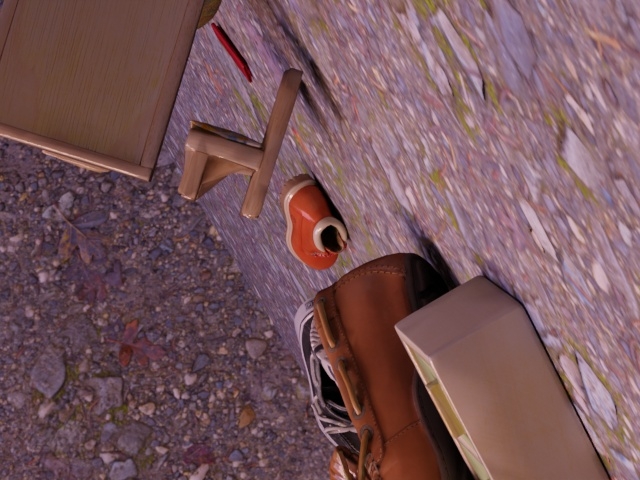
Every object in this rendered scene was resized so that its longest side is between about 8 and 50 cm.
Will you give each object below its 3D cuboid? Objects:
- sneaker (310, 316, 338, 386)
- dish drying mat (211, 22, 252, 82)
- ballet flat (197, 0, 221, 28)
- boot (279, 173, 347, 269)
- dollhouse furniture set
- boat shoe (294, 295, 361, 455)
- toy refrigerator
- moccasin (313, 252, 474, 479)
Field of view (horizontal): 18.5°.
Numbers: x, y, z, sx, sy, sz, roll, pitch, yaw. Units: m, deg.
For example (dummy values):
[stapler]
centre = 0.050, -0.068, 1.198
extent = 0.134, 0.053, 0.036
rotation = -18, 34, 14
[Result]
[sneaker]
centre = 0.070, 0.173, 2.313
extent = 0.153, 0.094, 0.235
rotation = 63, 174, -35
[dish drying mat]
centre = -0.102, -0.218, 2.263
extent = 0.083, 0.008, 0.032
rotation = 54, 172, 36
[ballet flat]
centre = -0.156, -0.312, 1.829
extent = 0.123, 0.123, 0.348
rotation = 53, 171, 47
[boot]
centre = 0.000, 0.000, 2.252
extent = 0.084, 0.059, 0.158
rotation = 50, 168, 32
[dollhouse furniture set]
centre = -0.189, -0.193, 1.778
extent = 0.362, 0.256, 0.394
rotation = 17, 179, -3
[boat shoe]
centre = 0.043, 0.208, 2.606
extent = 0.105, 0.113, 0.306
rotation = -106, 3, -48
[toy refrigerator]
centre = 0.162, 0.172, 1.582
extent = 0.269, 0.094, 0.102
rotation = 63, 174, -19
[moccasin]
centre = 0.067, 0.196, 1.698
extent = 0.139, 0.147, 0.380
rotation = 28, -137, -60
